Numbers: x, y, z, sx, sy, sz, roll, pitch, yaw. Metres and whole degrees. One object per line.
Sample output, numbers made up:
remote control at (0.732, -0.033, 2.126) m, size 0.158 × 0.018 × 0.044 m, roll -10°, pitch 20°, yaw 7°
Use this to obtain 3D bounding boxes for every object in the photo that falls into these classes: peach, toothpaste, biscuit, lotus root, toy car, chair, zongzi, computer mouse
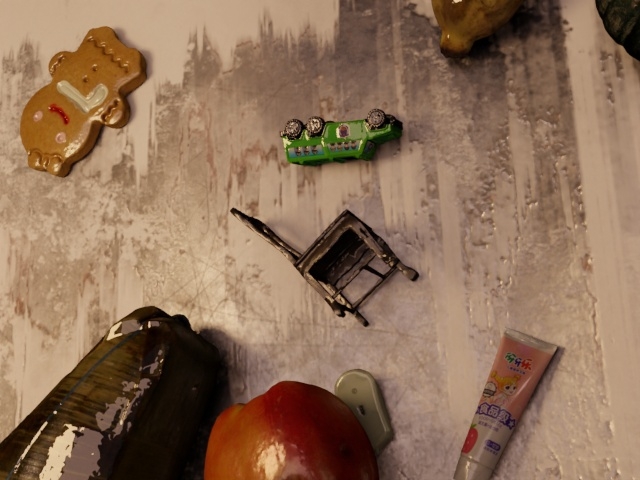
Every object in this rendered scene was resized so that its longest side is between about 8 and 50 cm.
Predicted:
peach at (-0.027, 0.285, 1.050) m, size 0.200 × 0.243 × 0.243 m, roll -9°, pitch 67°, yaw -27°
toothpaste at (0.215, 0.203, 1.083) m, size 0.067 × 0.043 × 0.194 m, roll 20°, pitch 78°, yaw 27°
biscuit at (-0.382, -0.217, 1.420) m, size 0.184 × 0.035 × 0.249 m, roll 42°, pitch 93°, yaw 25°
lotus root at (0.212, -0.341, 1.189) m, size 0.138 × 0.138 × 0.214 m, roll 21°, pitch 95°, yaw 24°
toy car at (0.030, -0.137, 1.228) m, size 0.165 × 0.071 × 0.062 m, roll -4°, pitch 89°, yaw 19°
chair at (0.000, 0.000, 1.180) m, size 0.113 × 0.106 × 0.229 m, roll -47°, pitch 66°, yaw 4°
zongzi at (-0.358, 0.260, 1.212) m, size 0.432 × 0.208 × 0.403 m, roll 8°, pitch 73°, yaw 34°
computer mouse at (0.057, 0.215, 1.141) m, size 0.056 × 0.032 × 0.110 m, roll -22°, pitch 79°, yaw 15°

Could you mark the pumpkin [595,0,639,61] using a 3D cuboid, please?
pumpkin at (0.434, -0.310, 1.072) m, size 0.221 × 0.162 × 0.220 m, roll -1°, pitch 84°, yaw 13°
